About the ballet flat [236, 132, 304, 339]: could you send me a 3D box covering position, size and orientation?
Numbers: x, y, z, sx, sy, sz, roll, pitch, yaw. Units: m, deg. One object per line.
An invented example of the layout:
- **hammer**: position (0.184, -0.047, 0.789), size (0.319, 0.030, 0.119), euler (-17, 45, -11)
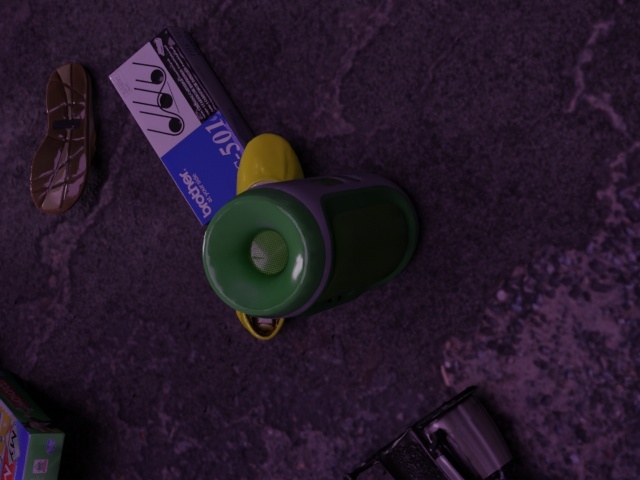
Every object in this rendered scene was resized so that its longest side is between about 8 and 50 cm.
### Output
- **ballet flat**: position (-0.055, 0.003, 1.444), size (0.077, 0.077, 0.231), euler (3, 112, -5)

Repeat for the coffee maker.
- **coffee maker**: position (0.148, 0.267, 1.401), size (0.178, 0.120, 0.171), euler (55, 136, 10)

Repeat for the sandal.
- **sandal**: position (-0.294, -0.118, 1.581), size (0.072, 0.049, 0.180), euler (3, 82, 18)

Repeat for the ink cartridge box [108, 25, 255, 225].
- **ink cartridge box**: position (-0.143, -0.129, 1.510), size (0.097, 0.046, 0.207), euler (-36, 82, 23)

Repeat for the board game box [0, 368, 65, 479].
- **board game box**: position (-0.386, 0.338, 1.606), size (0.213, 0.046, 0.317), euler (27, 109, 56)

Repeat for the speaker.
- **speaker**: position (0.000, 0.000, 1.324), size (0.131, 0.296, 0.131), euler (3, 96, 23)
